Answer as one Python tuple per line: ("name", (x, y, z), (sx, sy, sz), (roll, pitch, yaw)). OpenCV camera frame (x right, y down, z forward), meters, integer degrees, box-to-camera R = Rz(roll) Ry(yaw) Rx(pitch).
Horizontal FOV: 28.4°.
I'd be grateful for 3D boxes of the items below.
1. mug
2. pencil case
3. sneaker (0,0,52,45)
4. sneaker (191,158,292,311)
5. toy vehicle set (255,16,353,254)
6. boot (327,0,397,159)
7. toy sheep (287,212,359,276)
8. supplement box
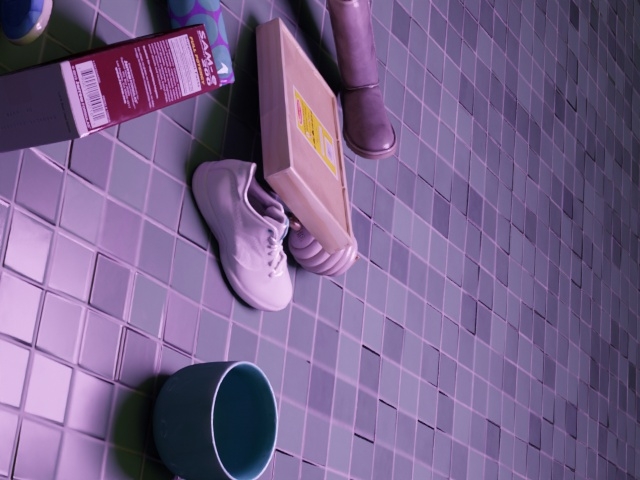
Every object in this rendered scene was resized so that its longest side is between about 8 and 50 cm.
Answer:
("mug", (-0.123, 0.208, 1.360), (0.129, 0.097, 0.158), (50, 44, -44))
("pencil case", (-0.142, -0.248, 1.446), (0.064, 0.070, 0.152), (-14, 100, -21))
("sneaker", (-0.295, -0.264, 1.191), (0.084, 0.058, 0.152), (38, 49, -58))
("sneaker", (-0.070, -0.002, 1.493), (0.212, 0.094, 0.080), (63, 36, -29))
("toy vehicle set", (-0.021, -0.132, 1.577), (0.166, 0.035, 0.267), (51, 25, -44))
("boot", (0.053, -0.237, 1.674), (0.209, 0.076, 0.190), (90, -16, -46))
("toy sheep", (0.000, 0.000, 1.627), (0.132, 0.091, 0.091), (28, 60, -38))
("supplement box", (-0.218, -0.150, 1.235), (0.239, 0.130, 0.073), (-32, 112, -58))
